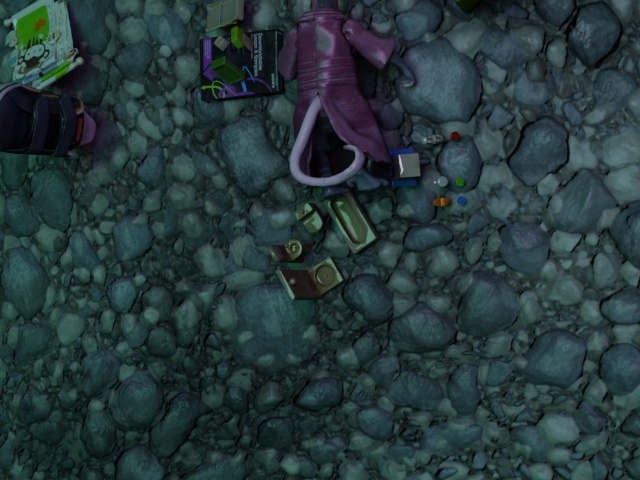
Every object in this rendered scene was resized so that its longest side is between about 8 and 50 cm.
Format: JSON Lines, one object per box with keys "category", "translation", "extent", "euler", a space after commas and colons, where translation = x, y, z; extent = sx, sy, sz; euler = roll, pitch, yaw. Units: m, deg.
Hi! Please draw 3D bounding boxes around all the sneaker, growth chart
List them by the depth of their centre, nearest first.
{"category": "sneaker", "translation": [-0.505, -0.214, 1.863], "extent": [0.127, 0.321, 0.126], "euler": [17, 102, 6]}
{"category": "growth chart", "translation": [-0.548, -0.384, 2.014], "extent": [0.172, 0.021, 0.237], "euler": [-32, 57, 16]}

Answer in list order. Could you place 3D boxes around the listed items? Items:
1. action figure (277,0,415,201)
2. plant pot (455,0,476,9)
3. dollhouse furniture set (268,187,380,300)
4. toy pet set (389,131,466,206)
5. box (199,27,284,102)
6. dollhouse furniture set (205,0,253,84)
{"category": "action figure", "translation": [-0.002, -0.253, 1.665], "extent": [0.248, 0.275, 0.370], "euler": [-8, 88, 26]}
{"category": "plant pot", "translation": [0.232, -0.506, 1.580], "extent": [0.207, 0.227, 0.228], "euler": [-36, 90, 13]}
{"category": "dollhouse furniture set", "translation": [0.000, 0.000, 1.732], "extent": [0.151, 0.123, 0.144], "euler": [-35, 75, 19]}
{"category": "toy pet set", "translation": [0.173, -0.114, 1.709], "extent": [0.114, 0.065, 0.122], "euler": [-4, 89, -11]}
{"category": "box", "translation": [-0.143, -0.315, 1.859], "extent": [0.162, 0.029, 0.116], "euler": [-3, 87, 23]}
{"category": "dollhouse furniture set", "translation": [-0.160, -0.361, 1.842], "extent": [0.076, 0.058, 0.152], "euler": [-17, 60, 29]}
